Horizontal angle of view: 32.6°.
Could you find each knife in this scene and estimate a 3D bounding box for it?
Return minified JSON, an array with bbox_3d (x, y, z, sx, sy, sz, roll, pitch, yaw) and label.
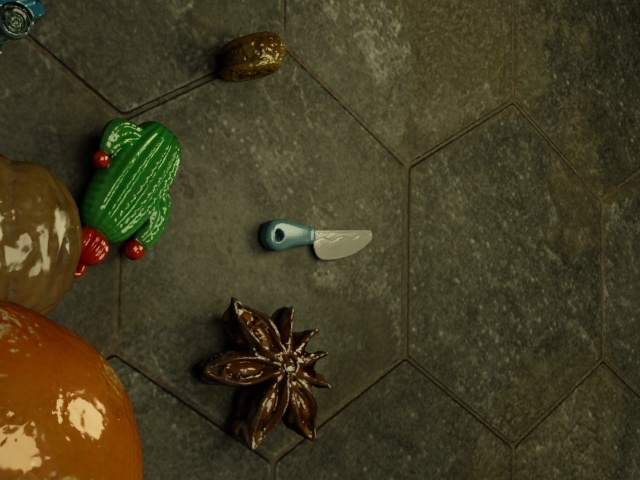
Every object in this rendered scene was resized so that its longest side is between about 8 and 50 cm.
[{"bbox_3d":[0.000,0.002,1.781,0.244,0.032,0.058,7,79,-44],"label":"knife"}]

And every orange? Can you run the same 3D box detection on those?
[{"bbox_3d":[-0.394,0.267,1.194,0.424,0.326,0.423,-9,108,-28],"label":"orange"}]

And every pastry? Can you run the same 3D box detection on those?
[{"bbox_3d":[-0.105,-0.279,1.665,0.109,0.097,0.057,-12,87,-8],"label":"pastry"}]

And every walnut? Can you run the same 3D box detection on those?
[{"bbox_3d":[-0.393,-0.004,1.345,0.213,0.213,0.213,4,83,-40],"label":"walnut"}]

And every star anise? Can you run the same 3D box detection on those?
[{"bbox_3d":[-0.087,0.204,1.646,0.214,0.099,0.219,11,84,-25],"label":"star anise"}]

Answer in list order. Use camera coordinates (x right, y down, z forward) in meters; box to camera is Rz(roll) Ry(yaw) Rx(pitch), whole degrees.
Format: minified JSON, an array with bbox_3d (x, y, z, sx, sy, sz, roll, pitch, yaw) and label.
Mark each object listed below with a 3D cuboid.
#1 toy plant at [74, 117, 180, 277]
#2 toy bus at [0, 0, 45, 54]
[{"bbox_3d":[-0.268,-0.054,1.518,0.155,0.088,0.240,20,80,-53],"label":"toy plant"},{"bbox_3d":[-0.476,-0.278,1.343,0.246,0.114,0.134,-27,98,-37],"label":"toy bus"}]
